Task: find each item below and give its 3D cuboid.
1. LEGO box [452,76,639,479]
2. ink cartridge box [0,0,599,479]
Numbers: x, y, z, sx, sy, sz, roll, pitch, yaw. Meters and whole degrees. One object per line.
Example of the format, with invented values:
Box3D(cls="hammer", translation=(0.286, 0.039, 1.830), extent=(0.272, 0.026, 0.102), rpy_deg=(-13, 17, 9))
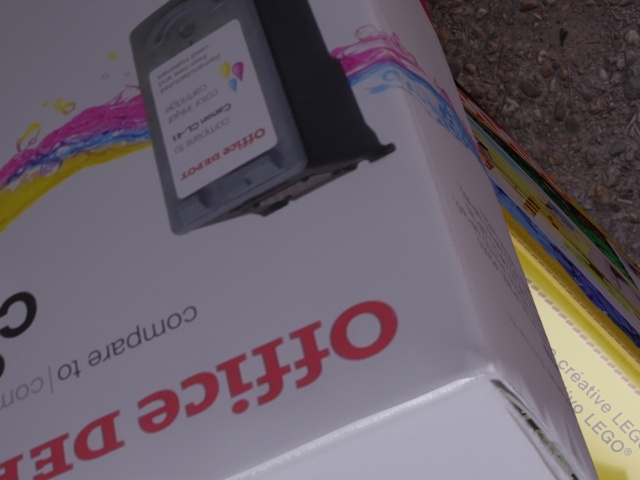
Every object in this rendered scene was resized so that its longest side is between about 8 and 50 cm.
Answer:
Box3D(cls="LEGO box", translation=(0.141, 0.115, 0.821), extent=(0.500, 0.193, 0.372), rpy_deg=(45, 14, -4))
Box3D(cls="ink cartridge box", translation=(-0.053, -0.006, 0.511), extent=(0.131, 0.226, 0.306), rpy_deg=(50, 19, -48))
